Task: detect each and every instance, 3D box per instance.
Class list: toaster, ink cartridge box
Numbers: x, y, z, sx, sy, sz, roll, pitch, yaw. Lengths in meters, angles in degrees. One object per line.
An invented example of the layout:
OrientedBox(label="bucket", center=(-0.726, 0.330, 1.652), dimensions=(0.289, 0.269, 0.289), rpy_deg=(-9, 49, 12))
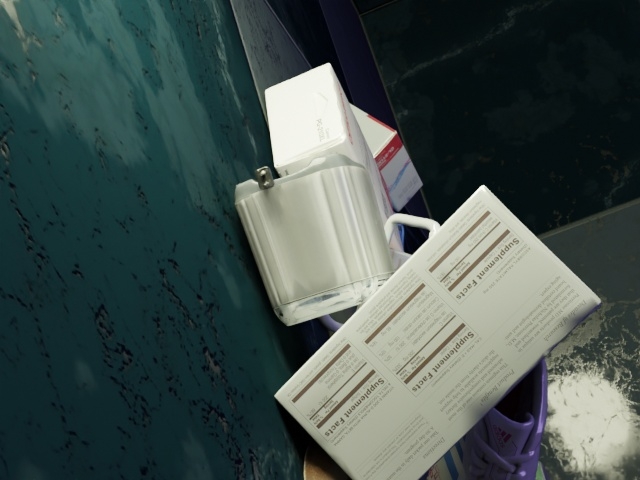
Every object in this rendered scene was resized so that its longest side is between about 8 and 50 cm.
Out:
OrientedBox(label="toaster", center=(0.000, 0.000, 1.041), dimensions=(0.227, 0.129, 0.146), rpy_deg=(7, 65, -80))
OrientedBox(label="ink cartridge box", center=(0.019, -0.088, 1.385), dimensions=(0.172, 0.100, 0.237), rpy_deg=(-100, 166, -47))
OrientedBox(label="ink cartridge box", center=(0.089, -0.141, 1.777), dimensions=(0.127, 0.072, 0.175), rpy_deg=(35, -11, 33))

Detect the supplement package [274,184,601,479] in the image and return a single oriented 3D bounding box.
OrientedBox(label="supplement package", center=(0.117, 0.097, 0.979), dimensions=(0.145, 0.262, 0.204), rpy_deg=(46, 7, 10))

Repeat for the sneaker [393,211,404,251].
OrientedBox(label="sneaker", center=(0.097, -0.018, 1.739), dimensions=(0.082, 0.069, 0.209), rpy_deg=(58, 14, -31))

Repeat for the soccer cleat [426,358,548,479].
OrientedBox(label="soccer cleat", center=(0.180, 0.240, 1.126), dimensions=(0.143, 0.116, 0.331), rpy_deg=(177, -82, -85))

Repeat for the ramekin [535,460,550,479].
OrientedBox(label="ramekin", center=(0.338, 0.509, 1.706), dimensions=(0.303, 0.148, 0.303), rpy_deg=(-21, 90, -80))

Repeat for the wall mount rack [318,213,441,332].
OrientedBox(label="wall mount rack", center=(0.140, 0.138, 1.258), dimensions=(0.350, 0.130, 0.304), rpy_deg=(16, 90, -41))

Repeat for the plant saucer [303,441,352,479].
OrientedBox(label="plant saucer", center=(0.039, 0.275, 0.952), dimensions=(0.198, 0.036, 0.198), rpy_deg=(-22, 90, -80))
